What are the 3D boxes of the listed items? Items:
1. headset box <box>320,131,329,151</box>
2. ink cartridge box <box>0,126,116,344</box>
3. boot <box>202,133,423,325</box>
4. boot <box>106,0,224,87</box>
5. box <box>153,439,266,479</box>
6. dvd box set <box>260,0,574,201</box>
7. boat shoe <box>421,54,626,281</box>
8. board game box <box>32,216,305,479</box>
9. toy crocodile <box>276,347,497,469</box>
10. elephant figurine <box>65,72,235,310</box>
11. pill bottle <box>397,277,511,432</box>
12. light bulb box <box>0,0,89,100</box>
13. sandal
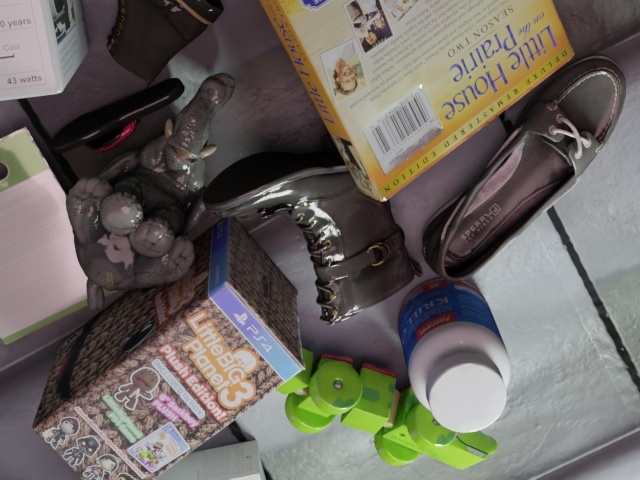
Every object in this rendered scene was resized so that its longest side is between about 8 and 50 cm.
[{"bbox_3d":[0.027,-0.091,1.638,0.062,0.032,0.083,15,108,-10],"label":"headset box"},{"bbox_3d":[-0.369,-0.009,1.636,0.171,0.056,0.235,-25,108,6],"label":"ink cartridge box"},{"bbox_3d":[0.000,0.000,1.586,0.263,0.091,0.229,-18,117,-20],"label":"boot"},{"bbox_3d":[-0.230,-0.278,1.536,0.198,0.077,0.137,39,109,-14],"label":"boot"},{"bbox_3d":[-0.153,0.354,1.765,0.170,0.091,0.130,-10,111,1],"label":"box"},{"bbox_3d":[0.085,-0.296,1.456,0.307,0.062,0.420,-38,120,-14],"label":"dvd box set"},{"bbox_3d":[0.255,-0.077,1.621,0.112,0.095,0.335,38,104,-15],"label":"boat shoe"},{"bbox_3d":[-0.177,0.139,1.608,0.291,0.232,0.141,-37,108,10],"label":"board game box"},{"bbox_3d":[0.071,0.209,1.722,0.340,0.105,0.115,23,149,-12],"label":"toy crocodile"},{"bbox_3d":[-0.191,-0.061,1.589,0.186,0.239,0.169,-5,130,26],"label":"elephant figurine"},{"bbox_3d":[0.165,0.140,1.631,0.124,0.221,0.124,-1,110,-3],"label":"pill bottle"},{"bbox_3d":[-0.461,-0.332,1.419,0.357,0.225,0.361,-7,110,0],"label":"light bulb box"},{"bbox_3d":[-0.239,-0.138,1.592,0.179,0.067,0.040,-23,121,3],"label":"sandal"}]
